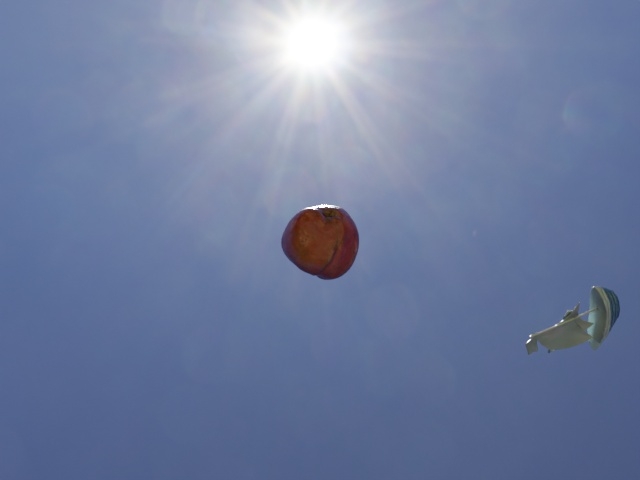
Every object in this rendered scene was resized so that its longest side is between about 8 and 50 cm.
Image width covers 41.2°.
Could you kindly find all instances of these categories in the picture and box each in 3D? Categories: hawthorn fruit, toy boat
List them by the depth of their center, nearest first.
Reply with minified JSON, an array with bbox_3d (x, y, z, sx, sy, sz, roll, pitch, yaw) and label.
[{"bbox_3d":[0.361,0.129,1.193,0.149,0.105,0.034,-41,-143,-5],"label":"toy boat"},{"bbox_3d":[0.000,0.000,1.341,0.128,0.128,0.128,-5,-114,11],"label":"hawthorn fruit"}]
